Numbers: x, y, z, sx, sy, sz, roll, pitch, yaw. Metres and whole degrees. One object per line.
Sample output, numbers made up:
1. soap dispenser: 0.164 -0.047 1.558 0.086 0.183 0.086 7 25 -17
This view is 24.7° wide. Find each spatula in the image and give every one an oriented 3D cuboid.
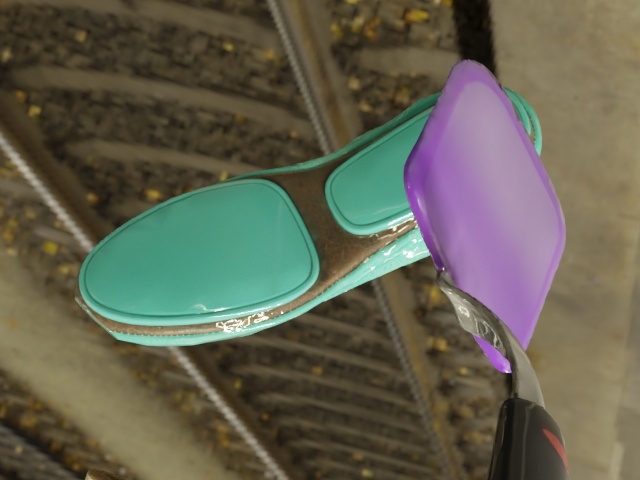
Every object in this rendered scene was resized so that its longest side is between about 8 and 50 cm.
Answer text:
1. spatula: 0.046 0.038 0.378 0.030 0.296 0.084 -22 114 16

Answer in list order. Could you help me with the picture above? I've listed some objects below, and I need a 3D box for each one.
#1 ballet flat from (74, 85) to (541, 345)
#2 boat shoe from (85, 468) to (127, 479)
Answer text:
1. ballet flat: 0.000 0.000 0.746 0.247 0.083 0.087 -23 156 -1
2. boat shoe: -0.131 0.252 1.183 0.170 0.059 0.063 37 -177 0
